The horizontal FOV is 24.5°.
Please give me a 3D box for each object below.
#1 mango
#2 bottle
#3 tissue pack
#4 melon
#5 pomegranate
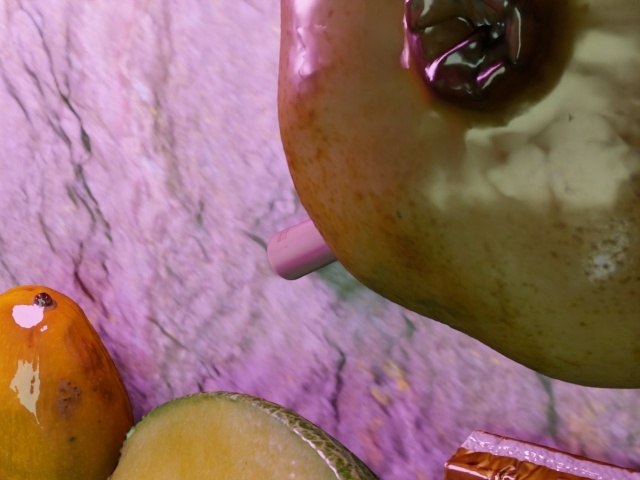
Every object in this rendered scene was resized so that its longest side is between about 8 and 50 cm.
[{"bbox_3d":[-0.270,0.201,1.506,0.187,0.144,0.359,26,133,42],"label":"mango"},{"bbox_3d":[0.000,0.000,1.270,0.096,0.045,0.045,-25,95,40],"label":"bottle"},{"bbox_3d":[0.213,0.266,1.210,0.226,0.092,0.183,10,116,31],"label":"tissue pack"},{"bbox_3d":[-0.059,0.277,1.341,0.343,0.226,0.331,46,161,44],"label":"melon"},{"bbox_3d":[0.154,-0.115,0.867,0.416,0.416,0.417,16,120,30],"label":"pomegranate"}]
